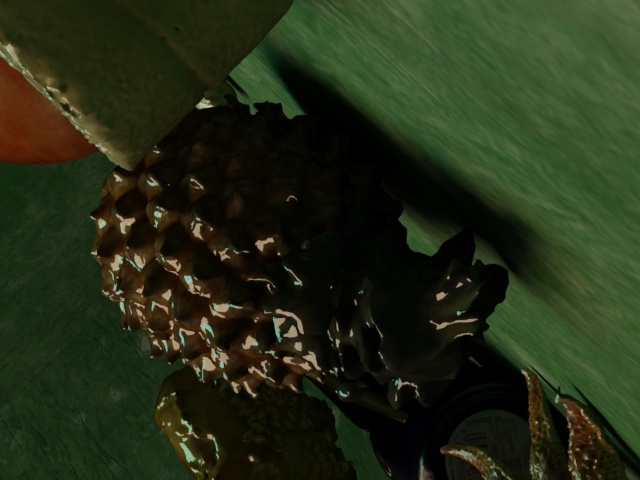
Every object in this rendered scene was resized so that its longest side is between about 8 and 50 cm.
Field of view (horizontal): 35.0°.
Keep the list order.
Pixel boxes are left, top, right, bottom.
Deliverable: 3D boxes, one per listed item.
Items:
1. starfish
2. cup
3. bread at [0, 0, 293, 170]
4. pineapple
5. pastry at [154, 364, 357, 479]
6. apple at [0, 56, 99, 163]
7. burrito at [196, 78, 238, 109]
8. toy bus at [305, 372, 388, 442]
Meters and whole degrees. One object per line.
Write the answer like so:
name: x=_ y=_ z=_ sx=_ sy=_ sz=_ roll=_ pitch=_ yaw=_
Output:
starfish: x=0.236 y=0.251 z=0.892 sx=0.301 sy=0.084 sz=0.293 roll=-37 pitch=76 yaw=49
cup: x=0.120 y=0.227 z=1.137 sx=0.256 sy=0.255 sz=0.178 roll=167 pitch=100 yaw=-83
bread: x=-0.105 y=-0.135 z=0.529 sx=0.148 sy=0.141 sz=0.134 roll=46 pitch=172 yaw=-22
pineapple: x=0.000 y=0.023 z=0.696 sx=0.357 sy=0.223 sz=0.223 roll=21 pitch=158 yaw=50
pastry: x=-0.063 y=0.230 z=1.160 sx=0.255 sy=0.162 sz=0.311 roll=49 pitch=173 yaw=5
apple: x=-0.224 y=-0.174 z=0.688 sx=0.242 sy=0.242 sz=0.241 roll=44 pitch=174 yaw=18
burrito: x=-0.157 y=-0.201 z=1.052 sx=0.188 sy=0.045 sz=0.058 roll=48 pitch=150 yaw=-4
toy bus: x=0.063 y=0.133 z=1.367 sx=0.162 sy=0.171 sz=0.386 roll=60 pitch=-177 yaw=32
